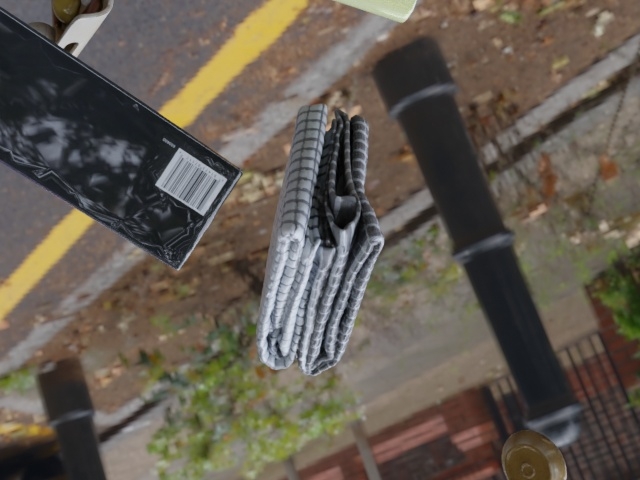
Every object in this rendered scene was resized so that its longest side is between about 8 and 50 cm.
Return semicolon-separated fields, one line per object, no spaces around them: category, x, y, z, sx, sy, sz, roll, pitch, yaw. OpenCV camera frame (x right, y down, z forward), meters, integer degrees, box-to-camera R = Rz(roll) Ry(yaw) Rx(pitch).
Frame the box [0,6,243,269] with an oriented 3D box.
box;-0.214;-0.095;0.904;0.103;0.261;0.184;-56;-160;0

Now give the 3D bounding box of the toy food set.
toy food set;-0.421;-0.422;1.773;0.092;0.306;0.220;6;154;-32

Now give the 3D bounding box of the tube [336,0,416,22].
tube;-0.004;-0.315;1.274;0.240;0.070;0.062;17;119;-15

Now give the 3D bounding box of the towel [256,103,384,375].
towel;0.000;0.000;1.401;0.121;0.235;0.284;10;137;-4

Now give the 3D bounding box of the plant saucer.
plant saucer;0.236;0.256;1.250;0.015;0.083;0.083;-14;164;-48
